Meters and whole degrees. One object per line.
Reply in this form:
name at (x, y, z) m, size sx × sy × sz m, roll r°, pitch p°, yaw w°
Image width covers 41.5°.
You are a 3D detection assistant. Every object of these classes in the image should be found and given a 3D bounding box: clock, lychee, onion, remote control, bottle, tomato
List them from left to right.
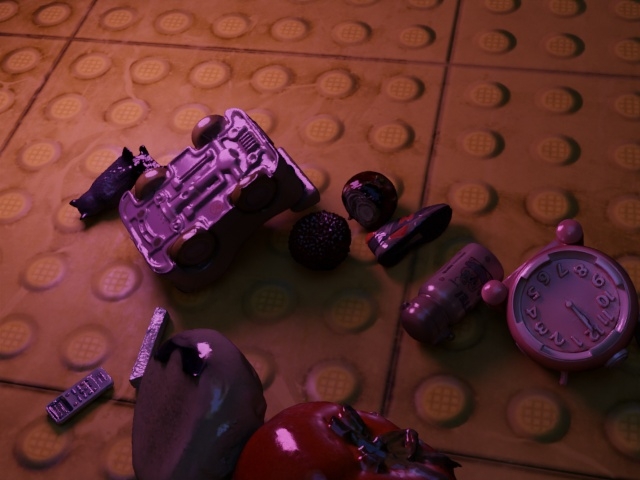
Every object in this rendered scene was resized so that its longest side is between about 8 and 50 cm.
remote control at (-0.437, 0.282, 1.533) m, size 0.124 × 0.018 × 0.053 m, roll -36°, pitch 55°, yaw -21°
lychee at (0.003, -0.001, 1.650) m, size 0.129 × 0.123 × 0.123 m, roll -42°, pitch 50°, yaw 19°
tomato at (0.034, 0.397, 1.225) m, size 0.341 × 0.272 × 0.341 m, roll 21°, pitch 14°, yaw -5°
onion at (0.103, -0.087, 1.720) m, size 0.118 × 0.118 × 0.117 m, roll -38°, pitch 84°, yaw -23°
bottle at (0.241, 0.107, 1.552) m, size 0.209 × 0.097 × 0.110 m, roll -40°, pitch 85°, yaw -22°
clock at (0.442, 0.124, 1.481) m, size 0.227 × 0.142 × 0.241 m, roll -41°, pitch 63°, yaw 5°

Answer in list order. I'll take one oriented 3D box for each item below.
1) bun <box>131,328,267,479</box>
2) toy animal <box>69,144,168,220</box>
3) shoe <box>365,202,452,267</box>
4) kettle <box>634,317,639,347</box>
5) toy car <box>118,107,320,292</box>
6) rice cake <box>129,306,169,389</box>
bun at (-0.180, 0.294, 1.380) m, size 0.187 × 0.293 × 0.293 m, roll 17°, pitch 43°, yaw -29°
toy animal at (-0.436, -0.123, 1.803) m, size 0.210 × 0.117 × 0.121 m, roll -35°, pitch 62°, yaw -23°
shoe at (0.174, -0.026, 1.683) m, size 0.194 × 0.074 × 0.077 m, roll -34°, pitch 50°, yaw -17°
kettle at (0.631, 0.148, 1.484) m, size 0.148 × 0.127 × 0.098 m, roll -32°, pitch 86°, yaw -21°
toy car at (-0.201, -0.071, 1.697) m, size 0.336 × 0.226 × 0.242 m, roll -43°, pitch 55°, yaw 6°
rice cake at (-0.318, 0.199, 1.577) m, size 0.029 × 0.033 × 0.170 m, roll 5°, pitch 51°, yaw 12°
